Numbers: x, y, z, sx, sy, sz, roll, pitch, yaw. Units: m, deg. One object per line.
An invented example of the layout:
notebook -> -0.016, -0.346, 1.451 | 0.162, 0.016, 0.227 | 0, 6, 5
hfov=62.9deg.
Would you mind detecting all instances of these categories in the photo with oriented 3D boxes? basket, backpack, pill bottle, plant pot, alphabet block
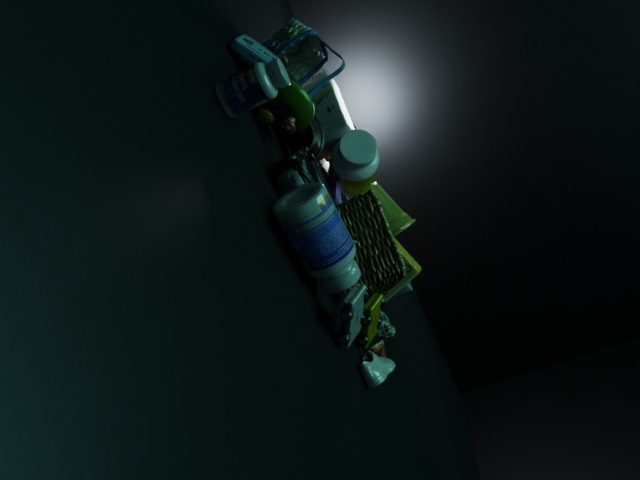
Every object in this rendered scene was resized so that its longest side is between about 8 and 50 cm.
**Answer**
basket -> -0.081, -0.632, 1.882 | 0.289, 0.254, 0.201 | 52, 5, 22
backpack -> -0.054, -0.157, 1.478 | 0.182, 0.115, 0.152 | 62, 28, -15
pill bottle -> 0.128, -0.292, 2.043 | 0.334, 0.187, 0.188 | 103, -31, -73
plant pot -> 0.251, -0.118, 2.395 | 0.254, 0.276, 0.276 | 56, 13, 1
pill bottle -> -0.163, -0.377, 1.278 | 0.094, 0.169, 0.094 | 60, 15, -27
basket -> 0.133, 0.030, 1.654 | 0.213, 0.222, 0.300 | 45, 23, -71
alphabet block -> 0.233, 0.104, 1.909 | 0.192, 0.197, 0.193 | 49, 11, 6
pill bottle -> 0.000, 0.000, 1.356 | 0.152, 0.152, 0.272 | -86, 151, -63

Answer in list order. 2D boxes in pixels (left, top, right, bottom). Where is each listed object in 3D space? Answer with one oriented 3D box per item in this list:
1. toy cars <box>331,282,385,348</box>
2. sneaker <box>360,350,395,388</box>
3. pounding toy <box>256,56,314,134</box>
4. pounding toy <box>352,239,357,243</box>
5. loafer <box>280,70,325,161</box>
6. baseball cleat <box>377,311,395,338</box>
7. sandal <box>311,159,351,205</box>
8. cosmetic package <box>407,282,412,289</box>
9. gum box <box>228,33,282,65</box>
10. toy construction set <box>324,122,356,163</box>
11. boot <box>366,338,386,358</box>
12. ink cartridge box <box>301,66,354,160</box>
toy cars -> 0.099, 0.214, 1.499 | 0.177, 0.087, 0.393 | -65, 158, -4
sneaker -> 0.169, 0.376, 1.602 | 0.094, 0.080, 0.212 | 57, 13, 8
pounding toy -> -0.130, -0.383, 1.509 | 0.237, 0.182, 0.110 | 56, 43, -39
pounding toy -> 0.018, -0.023, 1.508 | 0.141, 0.130, 0.100 | 24, 46, -72
loafer -> -0.110, -0.409, 1.709 | 0.130, 0.134, 0.366 | 2, 53, -50
baseball cleat -> 0.223, 0.311, 1.961 | 0.110, 0.072, 0.206 | 59, 3, 28
sandal -> 0.079, -0.129, 1.986 | 0.417, 0.102, 0.169 | 68, 11, 9
cosmetic package -> 0.264, 0.118, 2.216 | 0.365, 0.155, 0.197 | 38, 34, -67
gum box -> -0.191, -0.569, 1.615 | 0.156, 0.041, 0.184 | 32, 23, -12
toy construction set -> 0.077, -0.424, 2.352 | 0.308, 0.257, 0.237 | 5, 42, -50
boot -> 0.190, 0.371, 1.722 | 0.158, 0.059, 0.085 | 33, 41, -69
ink cartridge box -> -0.002, -0.494, 2.061 | 0.270, 0.198, 0.197 | 70, 14, 15
